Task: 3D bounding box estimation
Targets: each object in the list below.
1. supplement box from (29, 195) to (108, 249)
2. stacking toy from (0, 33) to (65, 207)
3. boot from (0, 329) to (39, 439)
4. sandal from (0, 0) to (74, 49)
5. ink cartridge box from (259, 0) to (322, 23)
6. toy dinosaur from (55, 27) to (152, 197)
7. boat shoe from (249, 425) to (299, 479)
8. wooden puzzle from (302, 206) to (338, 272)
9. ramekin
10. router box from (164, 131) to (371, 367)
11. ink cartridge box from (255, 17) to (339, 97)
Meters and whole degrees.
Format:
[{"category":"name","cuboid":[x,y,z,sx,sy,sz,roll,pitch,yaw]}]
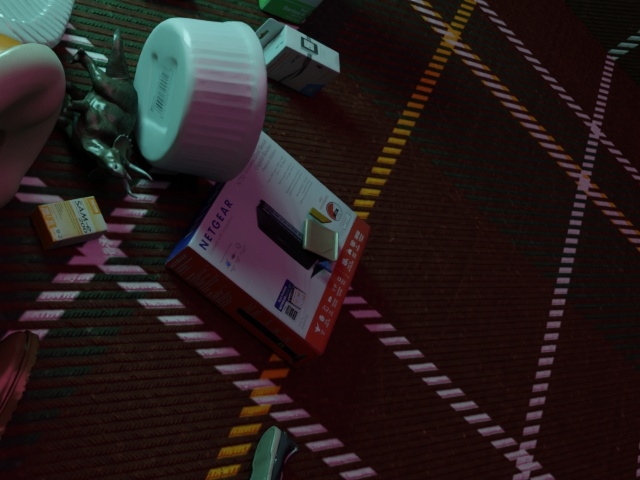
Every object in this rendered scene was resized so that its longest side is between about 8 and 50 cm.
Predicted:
[{"category":"supplement box","cuboid":[-0.386,-0.028,1.288,0.098,0.036,0.062,-17,78,-47]},{"category":"stacking toy","cuboid":[-0.600,-0.218,1.036,0.479,0.351,0.351,37,44,-3]},{"category":"boot","cuboid":[-0.505,0.161,1.023,0.269,0.089,0.236,31,47,-23]},{"category":"sandal","cuboid":[-0.480,-0.349,1.302,0.169,0.102,0.416,40,18,-15]},{"category":"ink cartridge box","cuboid":[-0.018,-0.653,1.832,0.121,0.289,0.211,13,57,-37]},{"category":"toy dinosaur","cuboid":[-0.365,-0.215,1.392,0.160,0.121,0.314,36,40,-38]},{"category":"boat shoe","cuboid":[-0.075,0.386,1.290,0.065,0.075,0.206,34,42,-18]},{"category":"wooden puzzle","cuboid":[0.000,0.000,1.523,0.078,0.014,0.116,28,48,-22]},{"category":"ramekin","cuboid":[-0.214,-0.240,1.414,0.135,0.277,0.277,2,64,-34]},{"category":"router box","cuboid":[-0.080,0.010,1.515,0.301,0.082,0.336,40,44,-17]},{"category":"ink cartridge box","cuboid":[-0.061,-0.382,1.762,0.180,0.104,0.060,20,54,-33]}]
